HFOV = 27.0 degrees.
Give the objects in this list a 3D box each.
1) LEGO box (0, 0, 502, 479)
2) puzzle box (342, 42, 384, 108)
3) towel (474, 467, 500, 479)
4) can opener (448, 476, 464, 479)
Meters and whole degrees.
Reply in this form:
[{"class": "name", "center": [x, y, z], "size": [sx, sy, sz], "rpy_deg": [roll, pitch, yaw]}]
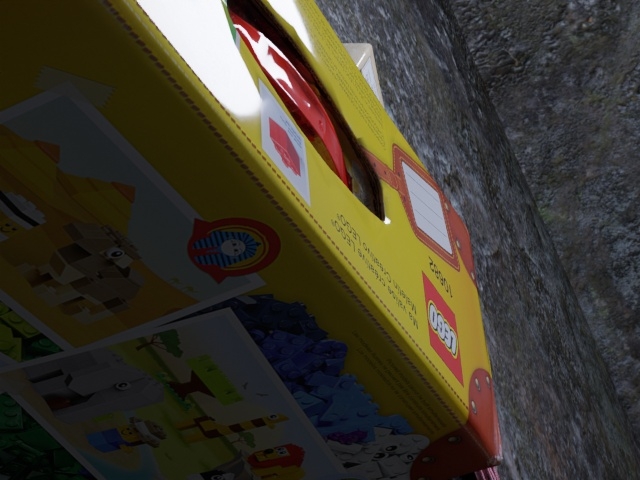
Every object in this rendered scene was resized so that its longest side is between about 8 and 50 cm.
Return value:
[{"class": "LEGO box", "center": [-0.166, -0.012, 0.739], "size": [0.500, 0.372, 0.193], "rpy_deg": [50, 28, -46]}, {"class": "puzzle box", "center": [0.031, 0.017, 1.519], "size": [0.272, 0.052, 0.409], "rpy_deg": [-61, 146, -44]}, {"class": "towel", "center": [0.249, 0.357, 1.945], "size": [0.329, 0.037, 0.237], "rpy_deg": [-91, 161, -82]}, {"class": "can opener", "center": [0.233, 0.459, 1.864], "size": [0.283, 0.076, 0.095], "rpy_deg": [68, 22, -10]}]
